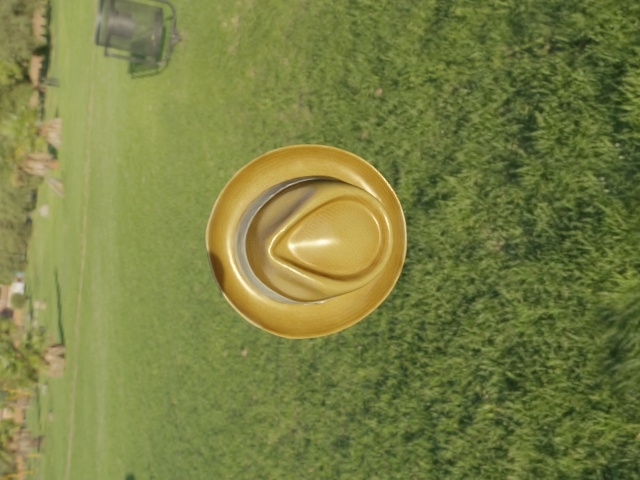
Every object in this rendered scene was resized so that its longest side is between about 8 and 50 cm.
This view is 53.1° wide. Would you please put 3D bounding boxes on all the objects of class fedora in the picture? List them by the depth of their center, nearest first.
[{"bbox_3d":[0.000,0.000,0.566,0.079,0.195,0.194,177,98,-71],"label":"fedora"}]
